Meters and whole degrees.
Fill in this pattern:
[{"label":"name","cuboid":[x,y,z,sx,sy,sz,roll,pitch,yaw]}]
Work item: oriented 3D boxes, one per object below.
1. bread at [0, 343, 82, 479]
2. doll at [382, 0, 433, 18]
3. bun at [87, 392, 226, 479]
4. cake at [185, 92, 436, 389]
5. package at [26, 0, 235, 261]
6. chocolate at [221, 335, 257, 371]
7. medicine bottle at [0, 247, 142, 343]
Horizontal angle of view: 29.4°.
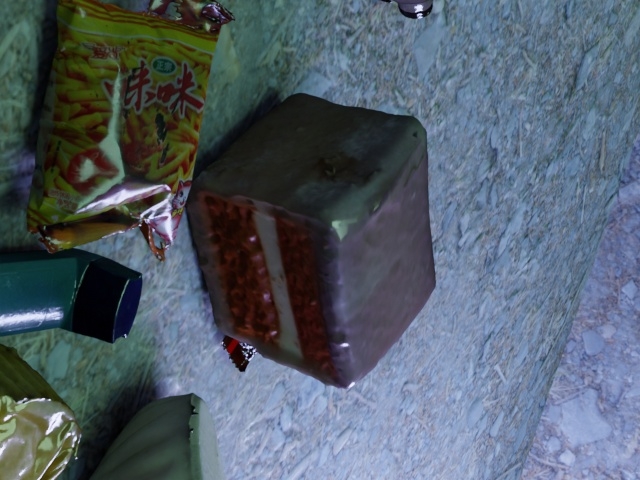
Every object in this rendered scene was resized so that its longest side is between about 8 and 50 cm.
[{"label":"bread","cuboid":[-0.347,0.214,1.177,0.240,0.139,0.240,-37,139,-41]},{"label":"doll","cuboid":[0.117,-0.404,1.607,0.182,0.117,0.257,-64,152,-13]},{"label":"bun","cuboid":[-0.205,0.325,1.488,0.263,0.175,0.263,-11,90,-89]},{"label":"cake","cuboid":[0.000,0.000,1.535,0.230,0.237,0.309,-43,140,-37]},{"label":"package","cuboid":[-0.206,-0.123,1.244,0.223,0.108,0.288,5,97,-56]},{"label":"chocolate","cuboid":[-0.081,0.093,1.686,0.182,0.028,0.086,-58,143,-23]},{"label":"medicine bottle","cuboid":[-0.295,0.054,1.181,0.258,0.124,0.079,-3,114,-58]}]
